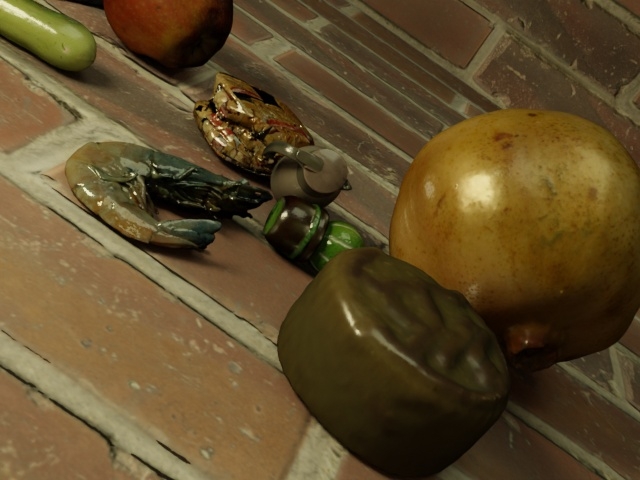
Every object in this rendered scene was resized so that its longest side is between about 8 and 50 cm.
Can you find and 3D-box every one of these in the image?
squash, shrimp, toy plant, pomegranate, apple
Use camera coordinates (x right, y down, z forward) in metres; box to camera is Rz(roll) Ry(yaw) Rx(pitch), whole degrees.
[{"bbox_3d":[-0.465,-0.344,1.234,0.250,0.083,0.083,29,26,-5],"label":"squash"},{"bbox_3d":[-0.194,-0.052,1.063,0.289,0.075,0.178,21,37,-30],"label":"shrimp"},{"bbox_3d":[0.000,0.000,1.178,0.162,0.093,0.093,28,26,-15],"label":"toy plant"},{"bbox_3d":[0.309,0.009,1.189,0.416,0.417,0.417,28,26,-15],"label":"pomegranate"},{"bbox_3d":[-0.269,-0.426,1.446,0.230,0.230,0.230,28,26,-15],"label":"apple"}]

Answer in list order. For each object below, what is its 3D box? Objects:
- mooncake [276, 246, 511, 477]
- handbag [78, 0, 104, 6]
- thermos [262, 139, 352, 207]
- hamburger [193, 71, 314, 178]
[{"bbox_3d":[0.097,0.138,0.984,0.284,0.155,0.284,30,25,-15],"label":"mooncake"},{"bbox_3d":[-0.426,-0.572,1.546,0.088,0.254,0.211,-3,-4,38],"label":"handbag"},{"bbox_3d":[-0.025,-0.106,1.214,0.137,0.105,0.193,35,-7,-9],"label":"thermos"},{"bbox_3d":[-0.111,-0.194,1.373,0.231,0.107,0.231,32,18,-11],"label":"hamburger"}]
